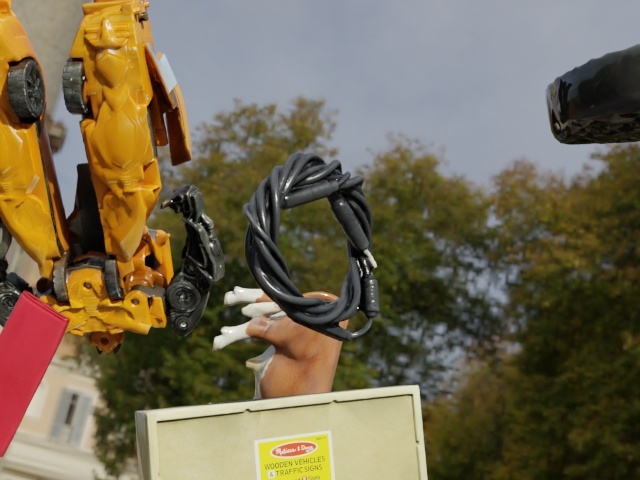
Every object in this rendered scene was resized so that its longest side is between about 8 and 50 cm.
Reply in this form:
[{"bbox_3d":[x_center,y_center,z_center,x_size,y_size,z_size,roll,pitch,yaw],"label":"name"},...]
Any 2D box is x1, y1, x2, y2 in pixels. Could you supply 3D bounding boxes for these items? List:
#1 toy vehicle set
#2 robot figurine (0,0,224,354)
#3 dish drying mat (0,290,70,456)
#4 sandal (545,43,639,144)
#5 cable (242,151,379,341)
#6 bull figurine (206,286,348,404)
[{"bbox_3d":[-0.026,0.222,0.985,0.267,0.166,0.035,-1,-6,-27],"label":"toy vehicle set"},{"bbox_3d":[-0.184,-0.045,0.864,0.211,0.085,0.291,-2,-62,5],"label":"robot figurine"},{"bbox_3d":[-0.160,0.069,0.577,0.032,0.083,0.008,30,10,10],"label":"dish drying mat"},{"bbox_3d":[0.281,-0.118,0.521,0.445,0.107,0.167,-13,1,-25],"label":"sandal"},{"bbox_3d":[0.000,0.000,0.924,0.047,0.150,0.184,-1,-18,35],"label":"cable"},{"bbox_3d":[-0.059,0.209,1.471,0.188,0.310,0.101,12,7,-1],"label":"bull figurine"}]
